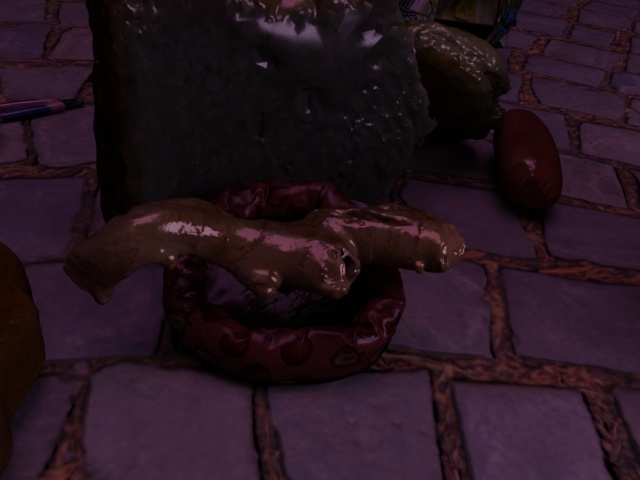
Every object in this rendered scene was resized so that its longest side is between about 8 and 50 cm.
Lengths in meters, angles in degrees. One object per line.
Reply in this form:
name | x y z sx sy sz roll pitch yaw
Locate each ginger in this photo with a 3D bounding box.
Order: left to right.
ginger | -0.036 0.009 0.488 0.288 0.075 0.089 -4 56 -13

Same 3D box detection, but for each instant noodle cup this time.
instant noodle cup | 0.225 -0.406 1.148 0.240 0.240 0.178 23 28 24

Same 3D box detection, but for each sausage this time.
sausage | 0.242 -0.100 0.799 0.077 0.077 0.194 8 32 3

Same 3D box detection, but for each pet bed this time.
pet bed | -0.031 0.028 0.547 0.201 0.053 0.201 2 48 -2

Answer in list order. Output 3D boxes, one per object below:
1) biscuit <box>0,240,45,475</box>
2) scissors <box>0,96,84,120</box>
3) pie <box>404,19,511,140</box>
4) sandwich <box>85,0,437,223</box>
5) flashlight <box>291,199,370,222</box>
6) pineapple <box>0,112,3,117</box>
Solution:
biscuit | -0.362 0.086 0.418 0.359 0.074 0.381 -5 32 -19
scissors | -0.356 -0.170 0.861 0.113 0.012 0.039 -18 41 -32
pie | 0.140 -0.203 0.833 0.201 0.090 0.248 34 -1 -13
sandwich | -0.045 -0.136 0.637 0.325 0.262 0.131 -10 42 -23
flashlight | 0.000 0.000 0.635 0.129 0.051 0.051 -25 44 -32
pineapple | -0.530 -0.195 0.741 0.361 0.175 0.175 19 35 13
